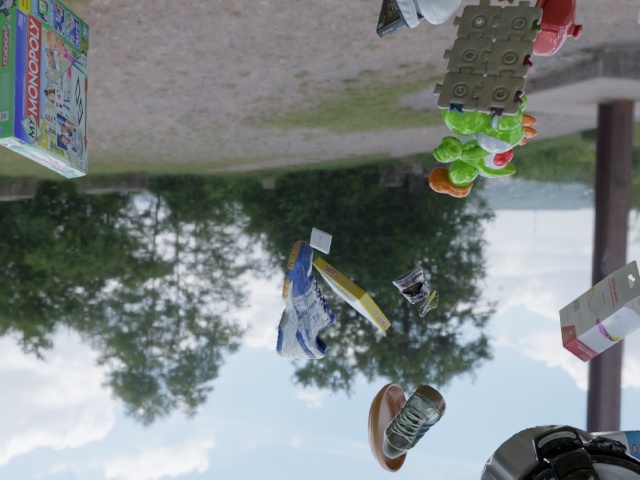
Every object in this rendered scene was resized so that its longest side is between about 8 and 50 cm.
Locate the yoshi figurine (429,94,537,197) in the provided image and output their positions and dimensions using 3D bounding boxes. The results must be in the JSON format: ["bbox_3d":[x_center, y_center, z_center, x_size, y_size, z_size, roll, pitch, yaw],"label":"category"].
[{"bbox_3d":[0.323,-0.239,1.558,0.203,0.203,0.362,-14,164,-11],"label":"yoshi figurine"}]

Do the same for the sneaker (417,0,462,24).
[{"bbox_3d":[0.268,-0.538,1.313,0.106,0.290,0.123,30,164,-29],"label":"sneaker"}]

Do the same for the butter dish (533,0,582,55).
[{"bbox_3d":[0.538,-0.492,1.624,0.118,0.160,0.160,22,160,14],"label":"butter dish"}]

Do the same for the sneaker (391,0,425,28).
[{"bbox_3d":[0.169,-0.589,1.495,0.108,0.271,0.100,-27,-153,11],"label":"sneaker"}]

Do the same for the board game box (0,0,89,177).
[{"bbox_3d":[-0.499,-0.295,1.285,0.046,0.317,0.213,-7,166,13],"label":"board game box"}]

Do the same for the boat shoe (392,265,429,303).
[{"bbox_3d":[0.205,0.098,1.537,0.066,0.066,0.183,-29,171,14],"label":"boat shoe"}]

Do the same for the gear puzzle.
[{"bbox_3d":[0.346,-0.395,1.414,0.176,0.338,0.044,10,164,25],"label":"gear puzzle"}]

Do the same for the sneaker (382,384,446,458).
[{"bbox_3d":[0.153,0.318,1.207,0.064,0.086,0.192,36,150,13],"label":"sneaker"}]

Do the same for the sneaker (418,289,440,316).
[{"bbox_3d":[0.295,0.172,1.903,0.035,0.083,0.031,38,161,-10],"label":"sneaker"}]

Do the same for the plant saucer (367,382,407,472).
[{"bbox_3d":[0.155,0.428,1.631,0.037,0.199,0.200,-5,-179,26],"label":"plant saucer"}]

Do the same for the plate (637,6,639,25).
[{"bbox_3d":[0.563,-0.389,0.942,0.045,0.277,0.278,12,-153,-24],"label":"plate"}]

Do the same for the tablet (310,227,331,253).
[{"bbox_3d":[0.000,0.000,1.965,0.006,0.054,0.083,-1,-163,-40],"label":"tablet"}]

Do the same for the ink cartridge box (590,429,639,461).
[{"bbox_3d":[0.677,0.605,1.834,0.270,0.198,0.197,2,163,-26],"label":"ink cartridge box"}]

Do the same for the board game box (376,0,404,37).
[{"bbox_3d":[0.202,-0.585,1.722,0.126,0.186,0.026,-19,136,40],"label":"board game box"}]

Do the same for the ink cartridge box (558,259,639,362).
[{"bbox_3d":[0.576,0.141,1.418,0.067,0.198,0.115,34,-143,-12],"label":"ink cartridge box"}]

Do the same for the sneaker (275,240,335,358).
[{"bbox_3d":[-0.025,0.141,1.662,0.131,0.296,0.112,7,-157,3],"label":"sneaker"}]

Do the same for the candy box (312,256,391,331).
[{"bbox_3d":[0.062,0.108,1.469,0.105,0.027,0.206,49,173,-33],"label":"candy box"}]

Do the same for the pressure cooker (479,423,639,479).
[{"bbox_3d":[0.526,0.577,1.446,0.370,0.375,0.420,28,177,3],"label":"pressure cooker"}]
